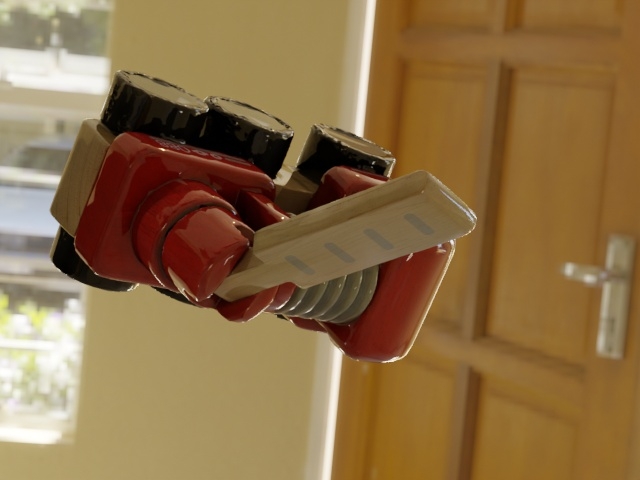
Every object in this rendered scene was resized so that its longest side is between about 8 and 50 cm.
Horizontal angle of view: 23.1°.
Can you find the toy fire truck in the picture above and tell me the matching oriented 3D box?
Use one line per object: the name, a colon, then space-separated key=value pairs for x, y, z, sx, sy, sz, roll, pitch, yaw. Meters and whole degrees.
toy fire truck: x=0.000 y=0.000 z=0.853 sx=0.217 sy=0.158 sz=0.246 roll=13 pitch=17 yaw=-37
